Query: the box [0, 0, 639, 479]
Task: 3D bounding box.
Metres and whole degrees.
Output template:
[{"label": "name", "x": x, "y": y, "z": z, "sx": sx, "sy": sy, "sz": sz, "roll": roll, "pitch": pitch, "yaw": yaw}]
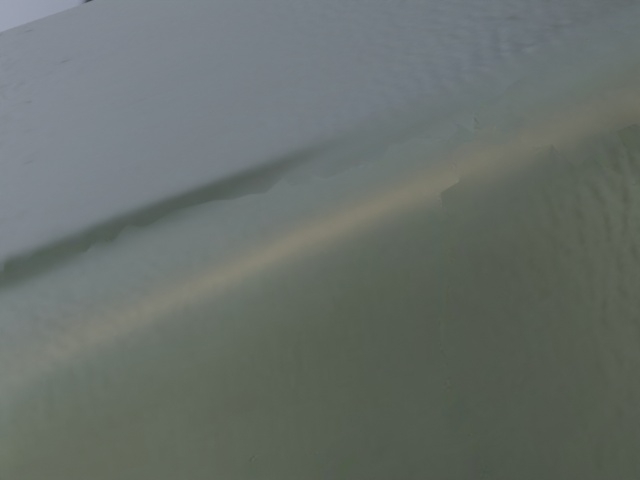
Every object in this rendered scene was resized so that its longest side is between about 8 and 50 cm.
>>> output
[{"label": "box", "x": 0.000, "y": 0.000, "z": 0.514, "sx": 0.352, "sy": 0.344, "sz": 0.177, "roll": 34, "pitch": 144, "yaw": 64}]
